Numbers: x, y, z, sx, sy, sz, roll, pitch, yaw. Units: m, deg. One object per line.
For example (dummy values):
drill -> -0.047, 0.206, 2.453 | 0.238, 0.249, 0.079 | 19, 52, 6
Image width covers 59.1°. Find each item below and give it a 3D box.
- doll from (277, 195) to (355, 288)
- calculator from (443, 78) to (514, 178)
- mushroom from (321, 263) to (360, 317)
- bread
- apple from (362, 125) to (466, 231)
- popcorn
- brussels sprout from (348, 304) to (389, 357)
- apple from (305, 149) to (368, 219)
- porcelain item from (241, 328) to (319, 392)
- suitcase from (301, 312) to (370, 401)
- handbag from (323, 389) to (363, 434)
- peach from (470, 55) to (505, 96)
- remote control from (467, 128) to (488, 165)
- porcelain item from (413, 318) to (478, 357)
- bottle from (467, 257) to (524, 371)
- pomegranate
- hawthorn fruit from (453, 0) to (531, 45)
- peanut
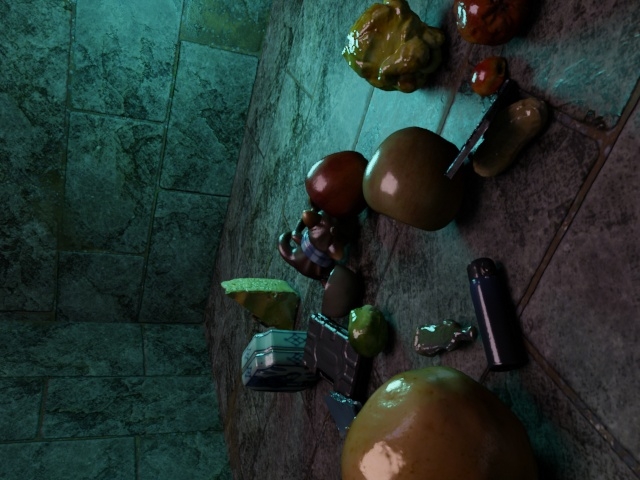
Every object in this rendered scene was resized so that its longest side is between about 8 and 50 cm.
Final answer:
doll -> 0.003, -0.001, 2.023 | 0.318, 0.209, 0.339 | 52, 145, 12
calculator -> 0.350, -0.249, 1.236 | 0.261, 0.021, 0.161 | -50, -8, -45
mushroom -> 0.073, 0.182, 1.887 | 0.117, 0.141, 0.188 | 30, 122, 28
bread -> -0.266, 0.301, 2.438 | 0.248, 0.316, 0.278 | -136, 45, -64
apple -> 0.238, -0.151, 1.389 | 0.233, 0.257, 0.257 | -63, 25, 2
popcorn -> 0.211, -0.531, 1.586 | 0.225, 0.276, 0.276 | -44, 30, 2
brussels sprout -> 0.146, 0.273, 1.679 | 0.118, 0.155, 0.155 | 6, 92, 32
apple -> 0.075, -0.179, 1.822 | 0.234, 0.234, 0.233 | -175, 90, -67
porcelain item -> -0.138, 0.461, 2.112 | 0.286, 0.282, 0.157 | 126, 144, -47
suitcase -> 0.049, 0.380, 1.868 | 0.286, 0.066, 0.206 | 25, 110, 49
handbag -> 0.090, 0.546, 1.757 | 0.144, 0.057, 0.221 | 63, 159, -8
peach -> 0.385, -0.388, 1.322 | 0.098, 0.062, 0.098 | -49, 33, 48
remote control -> 0.387, -0.222, 1.348 | 0.096, 0.014, 0.039 | 120, 146, -44
porcelain item -> 0.309, 0.230, 1.367 | 0.216, 0.069, 0.081 | 143, 140, -62
bottle -> 0.374, 0.157, 1.222 | 0.082, 0.072, 0.244 | 92, 172, -62
pomegranate -> 0.214, 0.446, 1.128 | 0.411, 0.412, 0.411 | -175, 90, -67
hawthorn fruit -> 0.382, -0.516, 1.260 | 0.179, 0.174, 0.173 | 79, -172, -74
peanut -> 0.404, -0.222, 1.222 | 0.214, 0.100, 0.099 | 113, 152, -48
